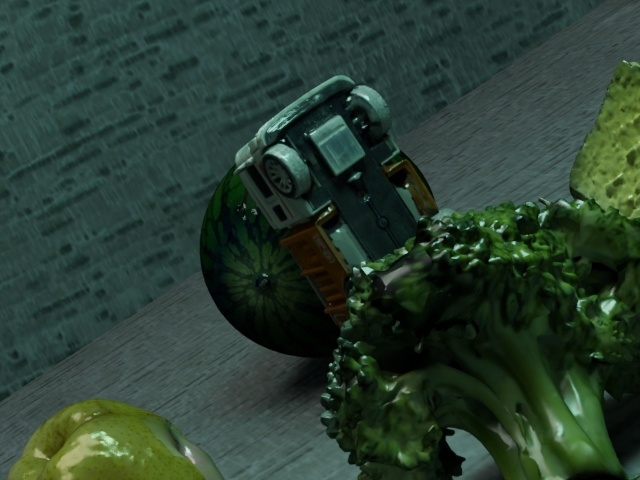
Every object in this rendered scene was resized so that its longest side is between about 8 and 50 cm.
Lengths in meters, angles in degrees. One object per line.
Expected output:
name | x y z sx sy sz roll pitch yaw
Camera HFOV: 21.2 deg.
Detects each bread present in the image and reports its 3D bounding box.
bread | 0.406 -0.057 1.828 0.141 0.266 0.178 16 -72 -52

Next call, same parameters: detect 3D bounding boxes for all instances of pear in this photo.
pear | -0.212 0.300 1.836 0.271 0.271 0.271 -30 10 6

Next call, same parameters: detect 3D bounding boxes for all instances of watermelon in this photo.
watermelon | 0.000 0.000 2.430 0.363 0.363 0.363 -30 10 6

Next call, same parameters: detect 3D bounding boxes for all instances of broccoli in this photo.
broccoli | 0.171 0.106 1.609 0.277 0.338 0.318 119 172 -47

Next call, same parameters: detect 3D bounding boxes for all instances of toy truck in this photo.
toy truck | 0.053 0.000 2.142 0.173 0.388 0.207 -35 6 -25

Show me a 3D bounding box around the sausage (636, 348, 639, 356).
sausage | 0.324 0.110 1.802 0.269 0.033 0.033 -24 12 32
